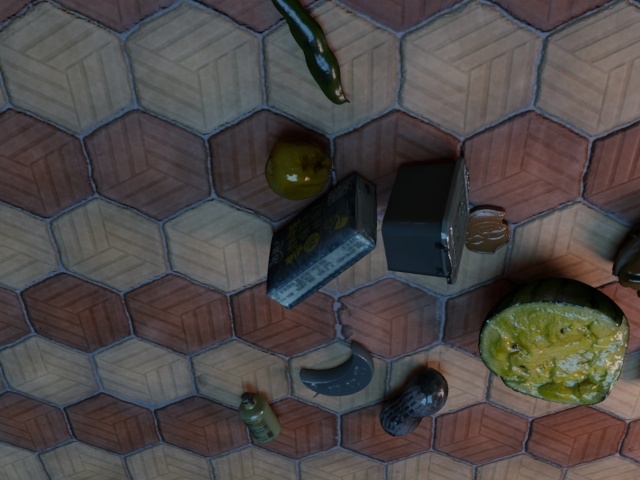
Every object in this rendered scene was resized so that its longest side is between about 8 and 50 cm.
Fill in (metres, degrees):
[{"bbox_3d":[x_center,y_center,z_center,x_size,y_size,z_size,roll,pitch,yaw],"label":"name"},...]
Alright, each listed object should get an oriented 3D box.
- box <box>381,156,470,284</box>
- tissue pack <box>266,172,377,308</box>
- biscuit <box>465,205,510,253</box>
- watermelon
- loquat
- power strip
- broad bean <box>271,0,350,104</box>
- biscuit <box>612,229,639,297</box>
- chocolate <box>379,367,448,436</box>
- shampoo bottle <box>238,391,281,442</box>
[{"bbox_3d":[0.206,-0.042,1.660,0.135,0.243,0.163,3,134,18],"label":"box"},{"bbox_3d":[0.000,0.000,1.733,0.081,0.185,0.257,36,125,-26],"label":"tissue pack"},{"bbox_3d":[0.347,-0.019,1.804,0.102,0.019,0.130,-5,132,10],"label":"biscuit"},{"bbox_3d":[0.514,0.197,1.880,0.330,0.189,0.331,13,130,15],"label":"watermelon"},{"bbox_3d":[-0.041,-0.140,1.664,0.137,0.113,0.137,-12,131,-15],"label":"loquat"},{"bbox_3d":[0.045,0.333,2.128,0.216,0.044,0.137,-35,122,29],"label":"power strip"},{"bbox_3d":[-0.019,-0.352,1.514,0.060,0.043,0.297,-12,130,29],"label":"broad bean"},{"bbox_3d":[0.807,0.049,1.771,0.366,0.115,0.268,20,130,-16],"label":"biscuit"},{"bbox_3d":[0.235,0.408,2.143,0.110,0.110,0.248,21,135,-14],"label":"chocolate"},{"bbox_3d":[-0.164,0.449,2.224,0.079,0.079,0.162,-13,129,15],"label":"shampoo bottle"}]
